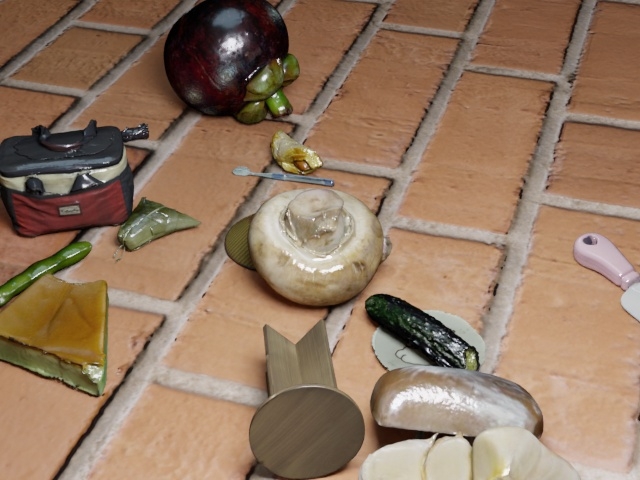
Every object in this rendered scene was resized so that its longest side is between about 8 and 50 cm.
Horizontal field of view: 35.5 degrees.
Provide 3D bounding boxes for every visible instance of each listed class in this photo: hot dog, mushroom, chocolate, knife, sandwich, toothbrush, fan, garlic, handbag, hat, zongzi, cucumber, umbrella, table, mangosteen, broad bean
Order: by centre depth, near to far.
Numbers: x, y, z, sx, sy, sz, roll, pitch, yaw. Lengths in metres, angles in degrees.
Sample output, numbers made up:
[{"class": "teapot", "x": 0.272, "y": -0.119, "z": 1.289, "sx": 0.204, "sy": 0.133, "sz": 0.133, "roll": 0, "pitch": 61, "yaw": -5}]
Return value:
[{"class": "garlic", "x": 0.205, "y": 0.341, "z": 1.322, "sx": 0.281, "sy": 0.185, "sz": 0.203, "roll": -16, "pitch": 16, "yaw": 15}, {"class": "chocolate", "x": 0.203, "y": 0.227, "z": 1.468, "sx": 0.254, "sy": 0.080, "sz": 0.157, "roll": 7, "pitch": 6, "yaw": -1}, {"class": "table", "x": -0.030, "y": 0.222, "z": 1.510, "sx": 0.167, "sy": 0.167, "sz": 0.227, "roll": -5, "pitch": 28, "yaw": -4}, {"class": "fan", "x": 0.170, "y": 0.217, "z": 1.609, "sx": 0.190, "sy": 0.009, "sz": 0.329, "roll": 7, "pitch": 36, "yaw": 4}, {"class": "cucumber", "x": 0.162, "y": 0.147, "z": 1.640, "sx": 0.067, "sy": 0.067, "sz": 0.245, "roll": -29, "pitch": 48, "yaw": -32}, {"class": "sandwich", "x": -0.415, "y": 0.141, "z": 1.689, "sx": 0.245, "sy": 0.063, "sz": 0.212, "roll": 17, "pitch": 39, "yaw": 20}, {"class": "knife", "x": 0.555, "y": 0.095, "z": 1.737, "sx": 0.081, "sy": 0.043, "sz": 0.336, "roll": -22, "pitch": 44, "yaw": -17}, {"class": "mushroom", "x": 0.000, "y": 0.000, "z": 1.758, "sx": 0.255, "sy": 0.184, "sz": 0.255, "roll": 1, "pitch": 36, "yaw": 0}, {"class": "broad bean", "x": -0.512, "y": 0.061, "z": 1.808, "sx": 0.227, "sy": 0.039, "sz": 0.069, "roll": -37, "pitch": 15, "yaw": -38}, {"class": "hat", "x": -0.089, "y": -0.029, "z": 1.886, "sx": 0.193, "sy": 0.082, "sz": 0.193, "roll": -1, "pitch": 38, "yaw": 0}, {"class": "zongzi", "x": -0.314, "y": -0.007, "z": 1.894, "sx": 0.130, "sy": 0.062, "sz": 0.154, "roll": 20, "pitch": 47, "yaw": 8}, {"class": "handbag", "x": -0.494, "y": -0.120, "z": 1.938, "sx": 0.254, "sy": 0.181, "sz": 0.181, "roll": -8, "pitch": 37, "yaw": -7}, {"class": "toothbrush", "x": -0.077, "y": -0.132, "z": 2.077, "sx": 0.219, "sy": 0.016, "sz": 0.019, "roll": 8, "pitch": 29, "yaw": 14}, {"class": "hot dog", "x": -0.062, "y": -0.176, "z": 2.089, "sx": 0.061, "sy": 0.078, "sz": 0.169, "roll": -37, "pitch": 42, "yaw": -17}, {"class": "umbrella", "x": -0.447, "y": -0.228, "z": 2.198, "sx": 0.144, "sy": 0.040, "sz": 0.037, "roll": -14, "pitch": 47, "yaw": -14}, {"class": "mangosteen", "x": -0.201, "y": -0.400, "z": 2.243, "sx": 0.300, "sy": 0.300, "sz": 0.300, "roll": -1, "pitch": 37, "yaw": 1}]
